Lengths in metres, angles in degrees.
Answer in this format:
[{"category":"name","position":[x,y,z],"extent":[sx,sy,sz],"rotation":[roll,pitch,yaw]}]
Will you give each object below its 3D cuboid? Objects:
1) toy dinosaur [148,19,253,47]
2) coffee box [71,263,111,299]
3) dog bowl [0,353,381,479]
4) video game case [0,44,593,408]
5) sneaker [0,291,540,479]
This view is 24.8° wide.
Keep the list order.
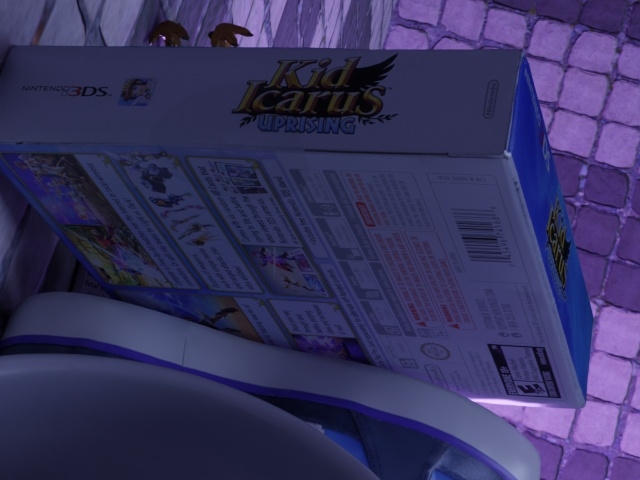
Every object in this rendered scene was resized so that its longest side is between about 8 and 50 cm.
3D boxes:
[{"category":"toy dinosaur","position":[-0.079,-0.099,0.969],"extent":[0.211,0.064,0.112],"rotation":[-119,-162,-46]},{"category":"coffee box","position":[-0.115,0.087,0.964],"extent":[0.141,0.098,0.246],"rotation":[52,54,-83]},{"category":"dog bowl","position":[-0.087,0.160,0.560],"extent":[0.265,0.265,0.104],"rotation":[-64,171,-63]},{"category":"video game case","position":[0.000,0.000,0.734],"extent":[0.269,0.244,0.061],"rotation":[61,35,-57]},{"category":"sneaker","position":[-0.047,0.179,0.771],"extent":[0.130,0.322,0.236],"rotation":[134,-28,-60]}]
